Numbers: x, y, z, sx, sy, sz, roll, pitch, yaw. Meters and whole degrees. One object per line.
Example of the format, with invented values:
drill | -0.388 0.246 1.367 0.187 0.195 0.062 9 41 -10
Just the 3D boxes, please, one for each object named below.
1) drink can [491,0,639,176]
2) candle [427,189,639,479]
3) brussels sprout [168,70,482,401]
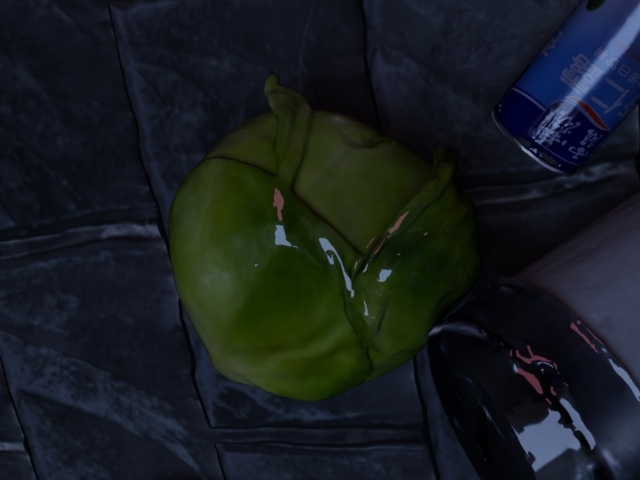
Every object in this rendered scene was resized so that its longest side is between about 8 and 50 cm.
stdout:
drink can | 0.250 -0.169 0.881 0.097 0.097 0.235 39 117 0
candle | 0.269 0.082 0.871 0.342 0.221 0.221 -31 101 -14
brussels sprout | 0.001 0.002 0.946 0.259 0.227 0.294 37 128 -3
